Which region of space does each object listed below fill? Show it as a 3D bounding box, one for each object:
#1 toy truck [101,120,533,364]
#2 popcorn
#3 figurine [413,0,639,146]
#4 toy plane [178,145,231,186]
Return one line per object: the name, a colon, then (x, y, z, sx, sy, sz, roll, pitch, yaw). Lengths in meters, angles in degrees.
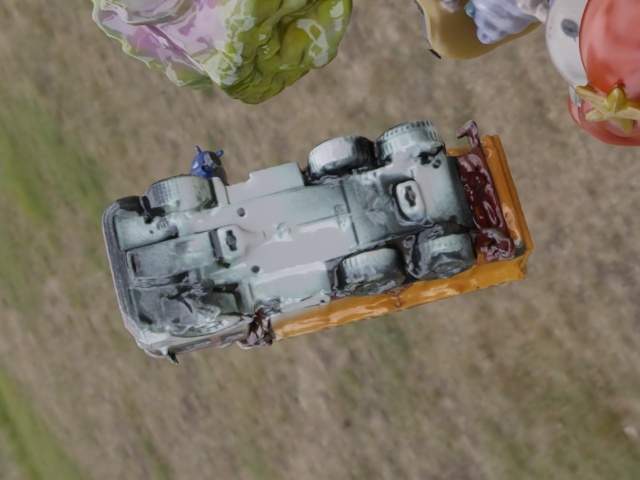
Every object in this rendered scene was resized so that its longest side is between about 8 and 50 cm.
toy truck: (0.000, 0.000, 0.881, 0.135, 0.270, 0.114, 90, 166, -73)
popcorn: (-0.049, -0.130, 0.626, 0.126, 0.145, 0.126, -19, 65, 41)
figurine: (0.200, -0.157, 0.909, 0.257, 0.181, 0.208, 46, 166, 48)
toy plane: (-0.122, -0.054, 1.471, 0.062, 0.054, 0.167, 44, -159, -23)
